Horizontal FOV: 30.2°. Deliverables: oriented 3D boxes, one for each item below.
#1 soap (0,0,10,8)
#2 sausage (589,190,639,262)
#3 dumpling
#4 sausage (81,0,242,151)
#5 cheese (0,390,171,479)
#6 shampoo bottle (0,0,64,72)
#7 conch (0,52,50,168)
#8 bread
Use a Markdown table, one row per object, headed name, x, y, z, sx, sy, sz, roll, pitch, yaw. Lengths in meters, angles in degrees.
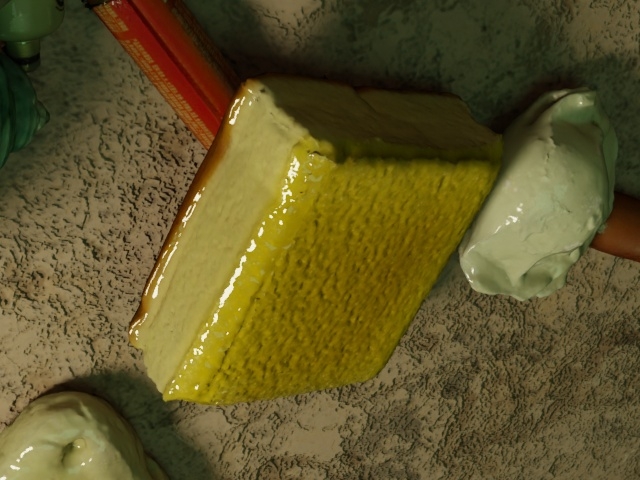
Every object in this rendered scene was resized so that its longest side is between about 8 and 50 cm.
| name | x | y | z | sx | sy | sz | roll | pitch | yaw |
| --- | --- | --- | --- | --- | --- | --- | --- | --- | --- |
| soap | -0.314 | -0.270 | 0.860 | 0.199 | 0.138 | 0.182 | 11 | 127 | 15 |
| sausage | 0.390 | -0.013 | 1.466 | 0.198 | 0.076 | 0.076 | 14 | 115 | -34 |
| dumpling | 0.260 | -0.047 | 1.331 | 0.193 | 0.147 | 0.258 | 21 | 94 | -33 |
| sausage | -0.122 | -0.155 | 1.121 | 0.083 | 0.083 | 0.264 | -36 | 131 | 1 |
| cheese | -0.265 | 0.281 | 1.345 | 0.159 | 0.093 | 0.263 | -31 | 129 | -4 |
| shampoo bottle | -0.260 | -0.219 | 1.009 | 0.079 | 0.079 | 0.162 | -11 | 126 | -19 |
| conch | -0.323 | -0.127 | 0.985 | 0.134 | 0.196 | 0.202 | -53 | 129 | -8 |
| bread | 0.000 | 0.000 | 1.196 | 0.324 | 0.143 | 0.333 | 1 | 126 | -49 |
